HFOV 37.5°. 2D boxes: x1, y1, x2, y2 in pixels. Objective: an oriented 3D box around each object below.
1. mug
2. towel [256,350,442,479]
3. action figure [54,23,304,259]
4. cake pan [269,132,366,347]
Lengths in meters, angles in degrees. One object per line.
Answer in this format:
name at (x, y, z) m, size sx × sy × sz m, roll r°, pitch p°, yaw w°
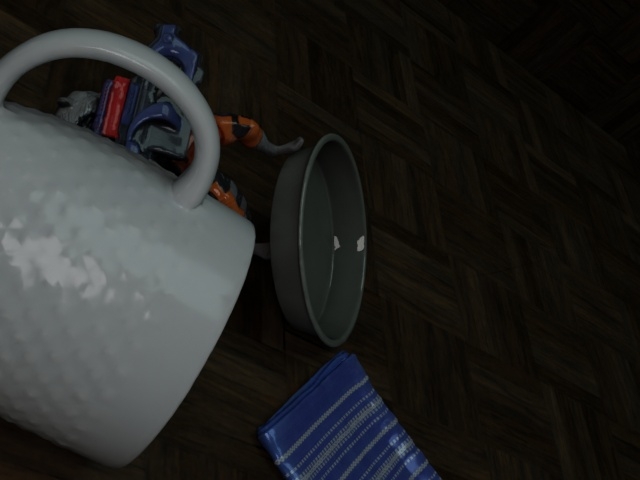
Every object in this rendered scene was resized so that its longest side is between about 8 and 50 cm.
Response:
mug at (-0.244, -0.018, 0.862) m, size 0.328 × 0.374 × 0.276 m, roll 31°, pitch 22°, yaw -16°
towel at (0.078, 0.320, 1.217) m, size 0.336 × 0.040 × 0.243 m, roll 52°, pitch 33°, yaw 3°
action figure at (-0.203, -0.080, 1.227) m, size 0.330 × 0.178 × 0.341 m, roll 27°, pitch 69°, yaw -23°
cake pan at (0.000, 0.000, 1.300) m, size 0.293 × 0.054 × 0.293 m, roll -1°, pitch 90°, yaw -72°
